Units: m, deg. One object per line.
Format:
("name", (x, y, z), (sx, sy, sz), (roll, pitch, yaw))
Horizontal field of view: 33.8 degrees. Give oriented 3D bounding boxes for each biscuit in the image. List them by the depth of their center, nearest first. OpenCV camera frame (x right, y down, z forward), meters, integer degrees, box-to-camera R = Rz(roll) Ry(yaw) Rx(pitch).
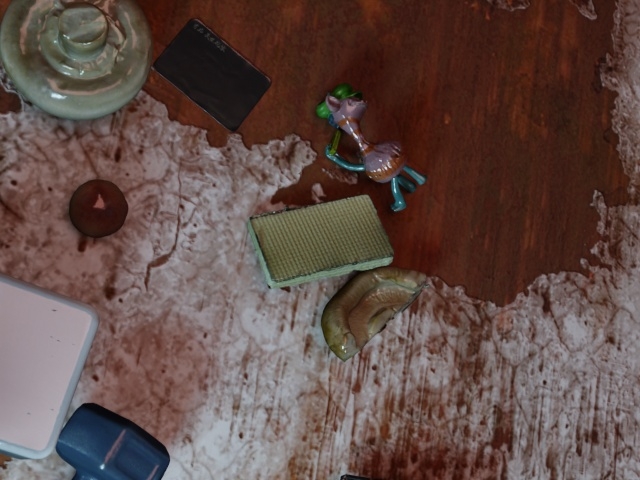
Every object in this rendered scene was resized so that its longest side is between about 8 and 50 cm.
("biscuit", (0.000, 0.000, 1.554), (0.199, 0.040, 0.121), (-11, 62, -21))

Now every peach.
("peach", (-0.304, -0.044, 1.443), (0.083, 0.083, 0.083), (5, 77, -21))

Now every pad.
("pad", (-0.161, -0.249, 1.581), (0.157, 0.003, 0.112), (38, 68, -10))

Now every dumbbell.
("dumbbell", (-0.324, 0.367, 1.303), (0.144, 0.160, 0.325), (33, 68, 0))

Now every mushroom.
("mushroom", (-0.322, -0.269, 1.408), (0.207, 0.215, 0.207), (1, 85, -16))
("mushroom", (0.070, 0.098, 1.561), (0.094, 0.072, 0.210), (48, 53, 0))

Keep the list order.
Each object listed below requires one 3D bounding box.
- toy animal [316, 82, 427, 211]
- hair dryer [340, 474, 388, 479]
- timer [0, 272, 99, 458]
("toy animal", (0.071, -0.138, 1.614), (0.103, 0.100, 0.208), (-40, 100, 16))
("hair dryer", (0.100, 0.470, 1.504), (0.195, 0.078, 0.248), (12, 80, -17))
("timer", (-0.403, 0.153, 1.297), (0.194, 0.195, 0.192), (22, 72, -15))
